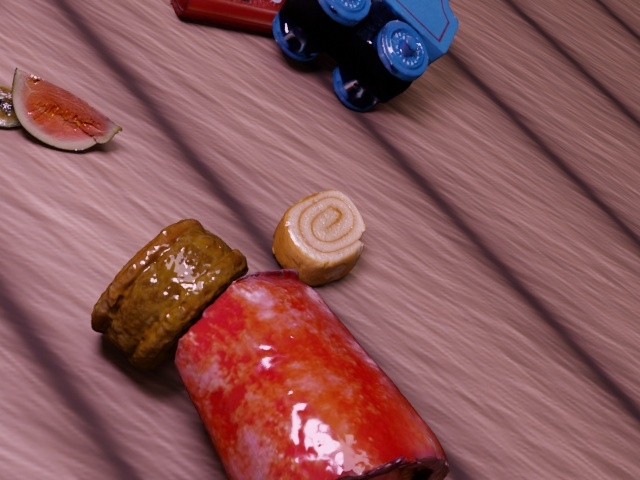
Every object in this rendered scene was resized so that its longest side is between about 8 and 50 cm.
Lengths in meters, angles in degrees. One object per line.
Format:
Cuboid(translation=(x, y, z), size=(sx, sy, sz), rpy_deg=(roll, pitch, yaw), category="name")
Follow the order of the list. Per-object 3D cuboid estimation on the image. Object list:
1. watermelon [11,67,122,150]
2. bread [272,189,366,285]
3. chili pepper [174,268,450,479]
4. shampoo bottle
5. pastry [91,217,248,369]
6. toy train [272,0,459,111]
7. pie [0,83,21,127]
Cuboid(translation=(-0.365, -0.166, 1.221), size=(0.163, 0.087, 0.069), rpy_deg=(29, 75, -31), category="watermelon")
Cuboid(translation=(0.000, 0.000, 1.295), size=(0.149, 0.073, 0.122), rpy_deg=(-29, 75, -42), category="bread")
Cuboid(translation=(-0.033, 0.197, 0.998), size=(0.251, 0.229, 0.305), rpy_deg=(-3, 43, -48), category="chili pepper")
Cuboid(translation=(-0.113, -0.426, 1.611), size=(0.314, 0.076, 0.118), rpy_deg=(4, 46, -28), category="shampoo bottle")
Cuboid(translation=(-0.176, 0.064, 1.042), size=(0.103, 0.189, 0.188), rpy_deg=(42, 43, 4), category="pastry")
Cuboid(translation=(0.075, -0.402, 1.568), size=(0.300, 0.188, 0.265), rpy_deg=(39, 55, -17), category="toy train")
Cuboid(translation=(-0.438, -0.186, 1.230), size=(0.084, 0.021, 0.084), rpy_deg=(16, 44, -17), category="pie")
